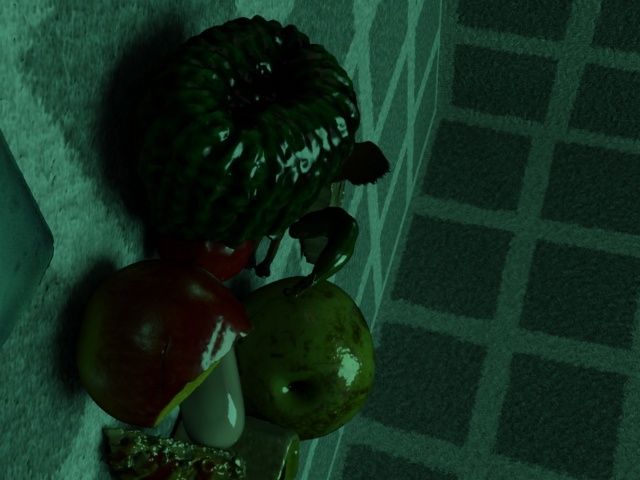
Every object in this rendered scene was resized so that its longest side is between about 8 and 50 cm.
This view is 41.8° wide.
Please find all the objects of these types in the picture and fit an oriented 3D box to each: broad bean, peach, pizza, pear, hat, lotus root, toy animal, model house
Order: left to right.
[{"bbox_3d":[-0.212,0.299,1.087,0.199,0.188,0.062,43,31,-41],"label":"pizza"},{"bbox_3d":[-0.169,0.116,0.930,0.190,0.192,0.190,-41,138,-52],"label":"peach"},{"bbox_3d":[-0.119,-0.083,1.005,0.274,0.242,0.332,-31,161,-43],"label":"hat"},{"bbox_3d":[-0.143,0.373,1.296,0.175,0.193,0.234,2,100,-75],"label":"model house"},{"bbox_3d":[-0.035,0.195,1.430,0.283,0.283,0.283,12,90,-78],"label":"pear"},{"bbox_3d":[-0.030,-0.093,1.508,0.284,0.225,0.302,-61,-177,12],"label":"toy animal"},{"bbox_3d":[0.000,0.000,1.430,0.049,0.144,0.292,56,11,-20],"label":"broad bean"},{"bbox_3d":[0.008,-0.087,1.795,0.260,0.074,0.170,87,17,-52],"label":"lotus root"}]

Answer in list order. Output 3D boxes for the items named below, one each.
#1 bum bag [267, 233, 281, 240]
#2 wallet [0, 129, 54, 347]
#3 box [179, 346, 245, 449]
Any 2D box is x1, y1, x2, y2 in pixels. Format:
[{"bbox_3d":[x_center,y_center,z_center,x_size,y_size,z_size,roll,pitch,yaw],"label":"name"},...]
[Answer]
[{"bbox_3d":[-0.099,-0.079,1.298,0.159,0.026,0.109,46,53,-43],"label":"bum bag"},{"bbox_3d":[-0.295,0.021,0.596,0.251,0.054,0.290,89,17,-50],"label":"wallet"},{"bbox_3d":[-0.157,0.191,1.162,0.146,0.088,0.200,109,-31,-78],"label":"box"}]
